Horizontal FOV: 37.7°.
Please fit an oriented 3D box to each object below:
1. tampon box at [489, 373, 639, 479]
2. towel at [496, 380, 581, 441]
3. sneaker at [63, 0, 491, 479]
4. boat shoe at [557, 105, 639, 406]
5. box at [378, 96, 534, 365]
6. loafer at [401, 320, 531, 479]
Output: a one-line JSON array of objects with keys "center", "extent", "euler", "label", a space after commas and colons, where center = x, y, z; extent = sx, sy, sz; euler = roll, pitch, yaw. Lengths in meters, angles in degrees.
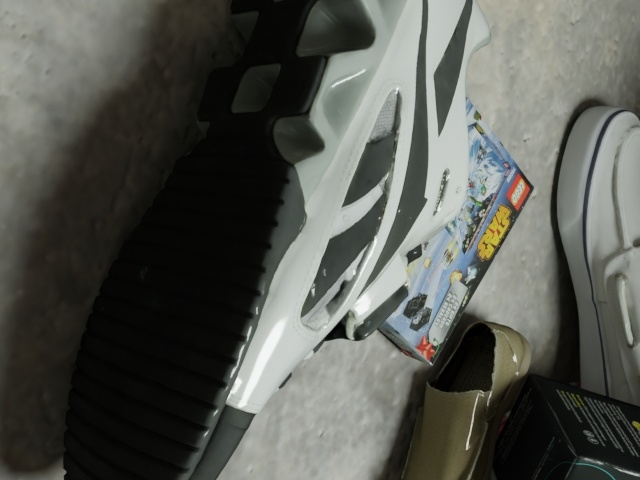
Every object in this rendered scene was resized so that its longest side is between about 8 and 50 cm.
[{"center": [0.194, 0.178, 0.600], "extent": [0.161, 0.101, 0.120], "euler": [19, 109, -10], "label": "tampon box"}, {"center": [0.194, 0.183, 0.726], "extent": [0.197, 0.029, 0.144], "euler": [-13, 110, -39], "label": "towel"}, {"center": [0.000, 0.000, 0.445], "extent": [0.146, 0.122, 0.331], "euler": [31, 80, -40], "label": "sneaker"}, {"center": [0.233, 0.036, 0.667], "extent": [0.096, 0.088, 0.268], "euler": [-7, 96, -40], "label": "boat shoe"}, {"center": [0.070, -0.006, 0.569], "extent": [0.094, 0.027, 0.137], "euler": [44, 72, -38], "label": "box"}, {"center": [0.085, 0.113, 0.598], "extent": [0.050, 0.056, 0.148], "euler": [44, 61, -38], "label": "loafer"}]
